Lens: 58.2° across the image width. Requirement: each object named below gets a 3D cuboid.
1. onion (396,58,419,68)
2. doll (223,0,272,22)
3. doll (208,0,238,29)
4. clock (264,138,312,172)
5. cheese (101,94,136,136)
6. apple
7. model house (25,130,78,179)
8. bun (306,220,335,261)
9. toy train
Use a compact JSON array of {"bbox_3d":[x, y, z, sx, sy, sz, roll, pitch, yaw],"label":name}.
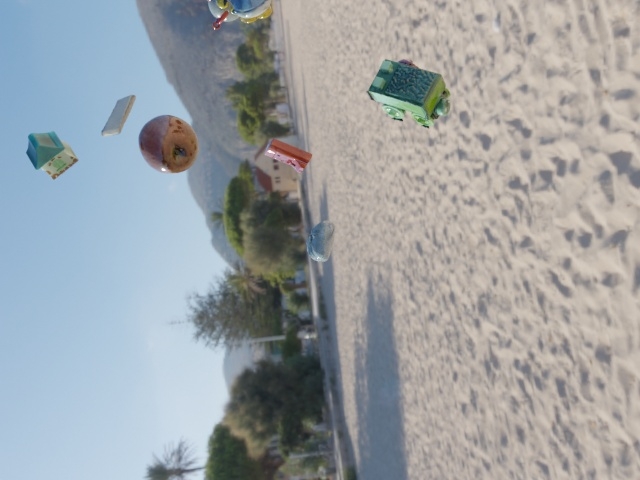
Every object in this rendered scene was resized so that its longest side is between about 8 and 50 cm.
[{"bbox_3d":[0.298,-0.600,2.158,0.150,0.140,0.150,34,133,46],"label":"onion"},{"bbox_3d":[-0.232,-0.757,1.587,0.314,0.177,0.141,65,-166,-50],"label":"doll"},{"bbox_3d":[-0.323,-0.943,2.139,0.336,0.200,0.105,-55,42,23],"label":"doll"},{"bbox_3d":[-0.119,-0.300,2.043,0.113,0.155,0.061,155,137,-75],"label":"clock"},{"bbox_3d":[-0.856,-0.538,2.455,0.400,0.085,0.034,-102,-2,-54],"label":"cheese"},{"bbox_3d":[-0.490,-0.309,1.865,0.174,0.188,0.188,41,145,46],"label":"apple"},{"bbox_3d":[-0.959,-0.310,2.028,0.100,0.127,0.149,49,178,26],"label":"model house"},{"bbox_3d":[0.000,0.000,1.841,0.141,0.083,0.140,16,-90,-86],"label":"bun"},{"bbox_3d":[0.300,-0.487,1.908,0.159,0.272,0.188,-61,-32,-3],"label":"toy train"}]
